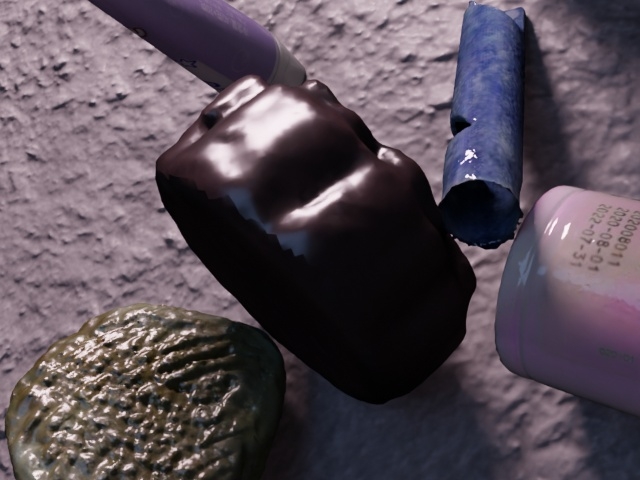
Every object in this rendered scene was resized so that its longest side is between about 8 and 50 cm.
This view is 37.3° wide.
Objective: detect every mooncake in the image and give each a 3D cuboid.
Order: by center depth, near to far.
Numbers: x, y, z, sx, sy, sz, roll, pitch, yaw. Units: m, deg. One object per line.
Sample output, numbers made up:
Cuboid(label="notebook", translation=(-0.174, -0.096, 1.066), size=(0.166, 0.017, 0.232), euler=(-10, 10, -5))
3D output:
Cuboid(label="mooncake", translation=(0.000, 0.000, 0.771), size=(0.141, 0.283, 0.283), euler=(-43, 55, -15))

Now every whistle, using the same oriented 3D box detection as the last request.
Cuboid(label="whistle", translation=(0.136, -0.111, 0.767), size=(0.062, 0.062, 0.304), euler=(-20, 32, 26))

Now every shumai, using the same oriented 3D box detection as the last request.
Cuboid(label="shumai", translation=(-0.157, 0.189, 0.885), size=(0.225, 0.222, 0.260), euler=(34, 61, 16))

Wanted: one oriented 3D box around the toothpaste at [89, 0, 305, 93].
Cuboid(label="toothpaste", translation=(-0.140, -0.213, 0.854), size=(0.080, 0.371, 0.125), euler=(-34, 61, 18))

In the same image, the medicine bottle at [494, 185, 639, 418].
Cuboid(label="medicine bottle", translation=(0.267, 0.059, 0.654), size=(0.254, 0.152, 0.152), euler=(17, 85, 34))
